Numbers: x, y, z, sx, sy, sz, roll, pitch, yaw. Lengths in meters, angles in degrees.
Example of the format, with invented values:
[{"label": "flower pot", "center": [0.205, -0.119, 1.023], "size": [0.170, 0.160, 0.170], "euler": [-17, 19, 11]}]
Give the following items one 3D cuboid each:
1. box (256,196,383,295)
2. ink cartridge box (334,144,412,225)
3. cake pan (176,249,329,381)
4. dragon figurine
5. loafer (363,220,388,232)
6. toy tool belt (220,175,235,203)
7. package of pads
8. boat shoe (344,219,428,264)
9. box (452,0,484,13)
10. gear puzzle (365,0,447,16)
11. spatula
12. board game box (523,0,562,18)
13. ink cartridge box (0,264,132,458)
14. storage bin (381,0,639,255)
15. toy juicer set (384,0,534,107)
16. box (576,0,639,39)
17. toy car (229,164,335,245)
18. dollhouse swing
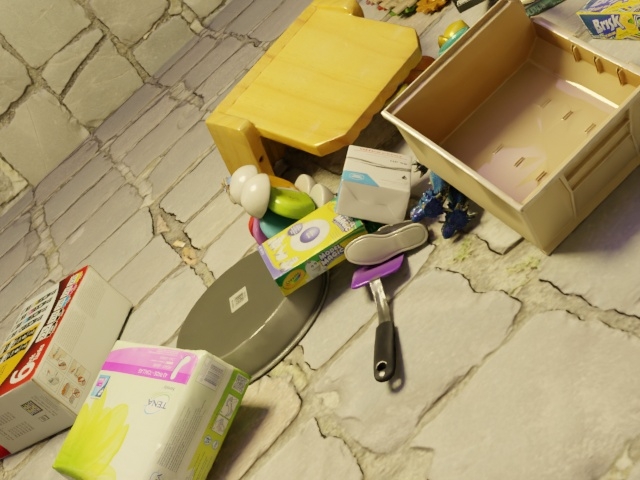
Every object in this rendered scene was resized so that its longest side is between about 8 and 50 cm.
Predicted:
[{"label": "box", "center": [0.000, 0.000, 1.468], "size": [0.179, 0.043, 0.105], "euler": [-31, 34, -2]}, {"label": "ink cartridge box", "center": [0.084, -0.093, 1.491], "size": [0.180, 0.104, 0.060], "euler": [-77, -2, -63]}, {"label": "cake pan", "center": [-0.117, 0.114, 1.544], "size": [0.293, 0.054, 0.293], "euler": [-32, 27, 19]}, {"label": "dragon figurine", "center": [0.225, -0.125, 1.396], "size": [0.289, 0.085, 0.144], "euler": [-48, 27, -7]}, {"label": "loafer", "center": [0.087, -0.019, 1.478], "size": [0.045, 0.039, 0.125], "euler": [-51, 26, -21]}, {"label": "toy tool belt", "center": [-0.180, -0.116, 1.998], "size": [0.052, 0.051, 0.083], "euler": [-37, 25, 11]}, {"label": "package of pads", "center": [-0.253, 0.269, 1.398], "size": [0.296, 0.101, 0.229], "euler": [-4, 56, 53]}, {"label": "boat shoe", "center": [0.096, 0.000, 1.413], "size": [0.125, 0.046, 0.038], "euler": [-21, 13, 13]}, {"label": "box", "center": [0.355, -0.504, 1.812], "size": [0.184, 0.045, 0.190], "euler": [-23, 16, 39]}, {"label": "gear puzzle", "center": [0.215, -0.553, 2.147], "size": [0.175, 0.044, 0.339], "euler": [-40, 28, 1]}, {"label": "spatula", "center": [0.083, 0.095, 1.316], "size": [0.084, 0.030, 0.296], "euler": [-25, 29, 15]}, {"label": "board game box", "center": [0.430, -0.462, 1.707], "size": [0.186, 0.026, 0.126], "euler": [-25, 30, 32]}, {"label": "ink cartridge box", "center": [-0.536, 0.236, 1.859], "size": [0.272, 0.130, 0.309], "euler": [-29, 29, 28]}, {"label": "storage bin", "center": [0.270, -0.160, 1.240], "size": [0.260, 0.123, 0.262], "euler": [-44, 49, -4]}, {"label": "toy juicer set", "center": [0.261, -0.327, 1.671], "size": [0.329, 0.089, 0.209], "euler": [-37, 16, 33]}, {"label": "box", "center": [0.459, -0.333, 1.432], "size": [0.059, 0.054, 0.169], "euler": [-46, 25, -8]}, {"label": "toy car", "center": [-0.072, -0.047, 1.661], "size": [0.182, 0.159, 0.136], "euler": [-141, 63, -65]}, {"label": "dollhouse swing", "center": [0.023, -0.238, 1.828], "size": [0.305, 0.315, 0.347], "euler": [29, 69, 27]}]
